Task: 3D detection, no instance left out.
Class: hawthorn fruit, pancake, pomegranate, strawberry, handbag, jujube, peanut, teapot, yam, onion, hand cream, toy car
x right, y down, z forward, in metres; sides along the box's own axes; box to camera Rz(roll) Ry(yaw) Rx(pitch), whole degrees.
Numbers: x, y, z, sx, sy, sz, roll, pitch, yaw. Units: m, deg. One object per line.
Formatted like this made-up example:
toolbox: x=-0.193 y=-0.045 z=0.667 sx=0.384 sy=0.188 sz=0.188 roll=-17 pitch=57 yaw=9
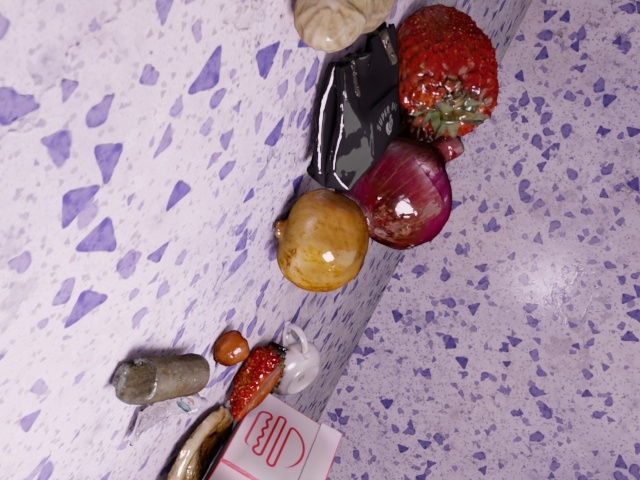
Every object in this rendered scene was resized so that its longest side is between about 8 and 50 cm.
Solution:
hawthorn fruit: x=-0.220 y=0.265 z=1.521 sx=0.093 sy=0.081 sz=0.081 roll=-37 pitch=155 yaw=-29
pancake: x=-0.341 y=0.609 z=1.742 sx=0.356 sy=0.065 sz=0.356 roll=23 pitch=90 yaw=-79
pomegranate: x=0.000 y=0.000 z=1.507 sx=0.248 sy=0.248 sz=0.248 roll=-54 pitch=163 yaw=-24
strawberry: x=-0.192 y=0.405 z=1.826 sx=0.228 sy=0.098 sz=0.174 roll=-56 pitch=164 yaw=-9
handbag: x=0.095 y=-0.312 z=1.419 sx=0.342 sy=0.152 sz=0.288 roll=-52 pitch=151 yaw=-39
jujube: x=0.264 y=-0.332 z=1.862 sx=0.174 sy=0.174 sz=0.251 roll=-35 pitch=149 yaw=-59
peanut: x=0.053 y=-0.422 z=1.107 sx=0.298 sy=0.120 sz=0.136 roll=-47 pitch=164 yaw=-49
teapot: x=-0.092 y=0.400 z=2.065 sx=0.204 sy=0.139 sz=0.298 roll=-13 pitch=137 yaw=-41
yam: x=-0.302 y=0.266 z=1.228 sx=0.093 sy=0.093 sz=0.259 roll=-61 pitch=165 yaw=-2
strawberry: x=0.322 y=-0.463 z=1.638 sx=0.312 sy=0.267 sz=0.351 roll=33 pitch=59 yaw=-40
onion: x=0.239 y=-0.161 z=1.717 sx=0.385 sy=0.348 sz=0.348 roll=-39 pitch=160 yaw=-13
hand cream: x=-0.334 y=0.377 z=1.404 sx=0.257 sy=0.050 sz=0.084 roll=0 pitch=115 yaw=-66
toy car: x=-0.163 y=0.388 z=1.947 sx=0.165 sy=0.071 sz=0.062 roll=-62 pitch=180 yaw=4

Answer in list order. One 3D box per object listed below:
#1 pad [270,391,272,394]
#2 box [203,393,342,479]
pad: x=-0.153 y=0.504 z=2.236 sx=0.190 sy=0.004 sz=0.127 roll=-56 pitch=-179 yaw=-17
box: x=-0.161 y=0.688 z=1.871 sx=0.314 sy=0.300 sz=0.312 roll=-59 pitch=180 yaw=34
